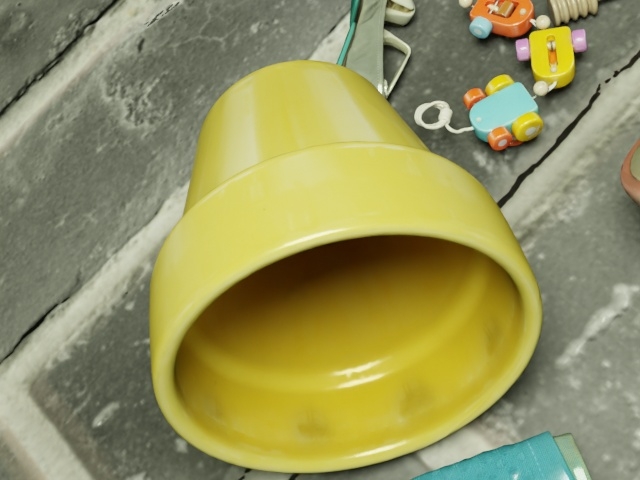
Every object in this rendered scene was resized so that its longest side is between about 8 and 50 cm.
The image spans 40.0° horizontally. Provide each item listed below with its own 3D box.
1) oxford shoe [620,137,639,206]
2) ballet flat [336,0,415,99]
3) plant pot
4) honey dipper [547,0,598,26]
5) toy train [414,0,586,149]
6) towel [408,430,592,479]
[{"bbox_3d":[0.403,-0.109,0.588,0.397,0.146,0.140,-36,19,14],"label":"oxford shoe"},{"bbox_3d":[0.053,-0.198,0.815,0.068,0.072,0.213,14,70,-4],"label":"ballet flat"},{"bbox_3d":[0.000,0.000,0.641,0.254,0.254,0.239,-23,46,9],"label":"plant pot"},{"bbox_3d":[0.277,-0.225,0.757,0.161,0.030,0.030,-18,61,9],"label":"honey dipper"},{"bbox_3d":[0.156,-0.144,0.756,0.125,0.046,0.166,20,71,28],"label":"toy train"},{"bbox_3d":[0.046,0.311,0.585,0.370,0.040,0.271,-24,59,10],"label":"towel"}]
